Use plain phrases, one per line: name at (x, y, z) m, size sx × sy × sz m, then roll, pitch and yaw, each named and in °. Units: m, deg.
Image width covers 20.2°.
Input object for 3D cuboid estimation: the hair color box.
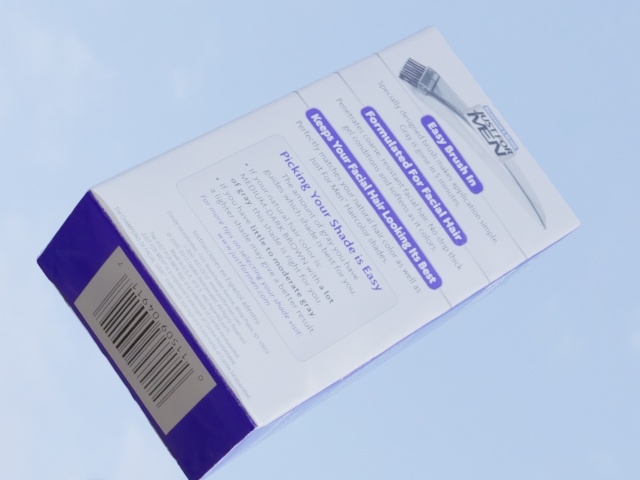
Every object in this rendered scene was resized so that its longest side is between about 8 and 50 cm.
hair color box at (0.000, 0.000, 1.217) m, size 0.185 × 0.339 × 0.110 m, roll 55°, pitch -39°, yaw 8°
